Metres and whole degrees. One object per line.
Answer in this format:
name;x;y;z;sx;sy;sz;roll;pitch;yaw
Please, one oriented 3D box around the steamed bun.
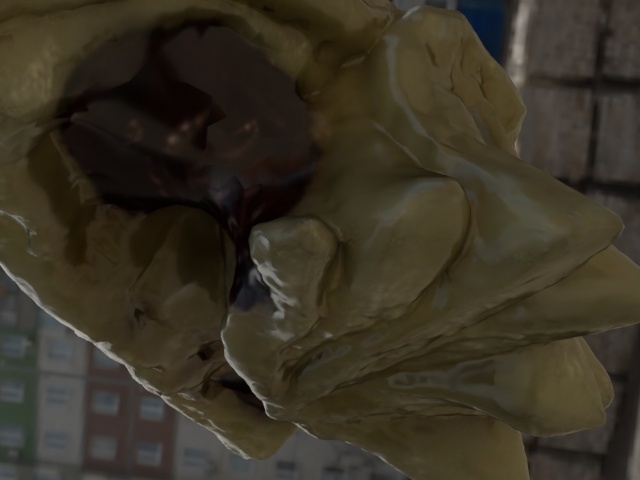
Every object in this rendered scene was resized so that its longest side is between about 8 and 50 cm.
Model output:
steamed bun;0.000;0.000;0.573;0.428;0.247;0.189;65;-168;-60
